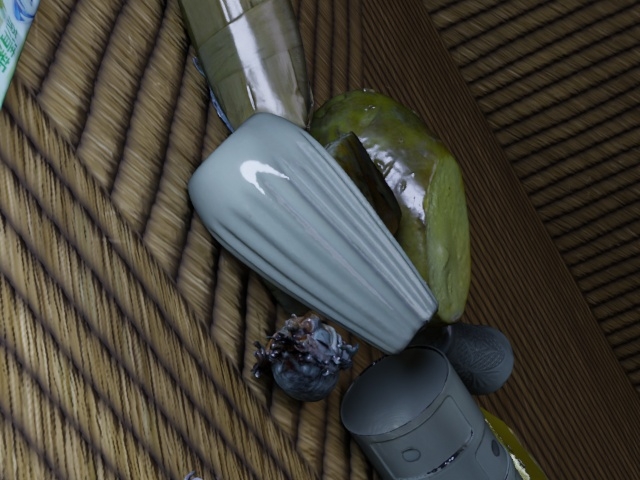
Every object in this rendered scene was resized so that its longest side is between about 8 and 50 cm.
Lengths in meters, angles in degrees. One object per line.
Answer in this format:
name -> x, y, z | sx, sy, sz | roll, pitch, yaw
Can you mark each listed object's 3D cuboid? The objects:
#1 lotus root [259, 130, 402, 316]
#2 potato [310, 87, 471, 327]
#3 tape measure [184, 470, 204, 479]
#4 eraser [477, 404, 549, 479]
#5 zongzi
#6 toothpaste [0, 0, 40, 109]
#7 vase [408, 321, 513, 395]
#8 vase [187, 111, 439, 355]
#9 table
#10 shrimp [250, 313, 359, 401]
lotus root -> 0.003, -0.025, 1.381 | 0.119, 0.138, 0.235 | 52, 24, -10
potato -> 0.085, -0.037, 1.542 | 0.141, 0.176, 0.298 | -22, 82, -51
tape measure -> -0.061, 0.247, 0.760 | 0.197, 0.120, 0.236 | 58, 21, -3
eraser -> 0.221, 0.281, 1.617 | 0.158, 0.069, 0.226 | 52, 6, 21
zongzi -> -0.070, -0.206, 1.456 | 0.256, 0.115, 0.228 | -11, 80, -85
toothpaste -> -0.234, -0.172, 0.974 | 0.074, 0.048, 0.296 | 58, 21, -33
vase -> 0.169, 0.137, 1.720 | 0.219, 0.096, 0.096 | 28, 40, -61
vase -> 0.000, 0.000, 1.214 | 0.248, 0.128, 0.128 | 43, 18, -3
table -> 0.125, 0.227, 1.379 | 0.220, 0.126, 0.126 | 56, 18, -27
shrimp -> -0.014, 0.098, 1.178 | 0.233, 0.090, 0.079 | 58, 31, -77
